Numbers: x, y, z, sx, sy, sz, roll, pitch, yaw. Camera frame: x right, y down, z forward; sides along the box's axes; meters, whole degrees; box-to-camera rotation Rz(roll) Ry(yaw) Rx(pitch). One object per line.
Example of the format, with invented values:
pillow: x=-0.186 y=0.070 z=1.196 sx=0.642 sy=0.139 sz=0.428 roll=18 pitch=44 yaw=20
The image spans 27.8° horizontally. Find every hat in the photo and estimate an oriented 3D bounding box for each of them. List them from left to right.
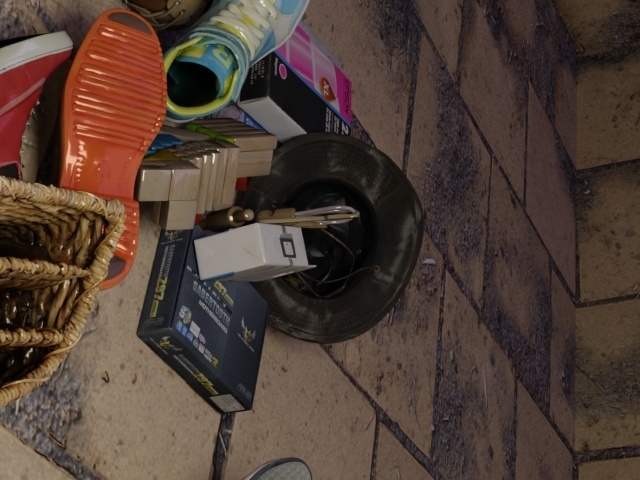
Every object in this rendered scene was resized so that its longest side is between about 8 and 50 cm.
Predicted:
hat: x=0.000 y=0.000 z=2.058 sx=0.134 sy=0.331 sz=0.331 roll=155 pitch=-73 yaw=-77

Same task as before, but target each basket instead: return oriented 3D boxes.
basket: x=-0.346 y=0.063 z=1.250 sx=0.299 sy=0.223 sz=0.213 roll=14 pitch=68 yaw=-64

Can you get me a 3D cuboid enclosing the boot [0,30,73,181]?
boot: x=-0.352 y=-0.137 z=1.483 sx=0.244 sy=0.088 sz=0.176 roll=-44 pitch=121 yaw=-52

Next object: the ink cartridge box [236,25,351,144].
ink cartridge box: x=-0.019 y=-0.222 z=2.100 sx=0.371 sy=0.069 sz=0.176 roll=41 pitch=45 yaw=-57

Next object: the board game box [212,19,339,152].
board game box: x=-0.067 y=-0.236 z=2.152 sx=0.319 sy=0.066 sz=0.318 roll=40 pitch=45 yaw=-54

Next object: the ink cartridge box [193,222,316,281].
ink cartridge box: x=-0.089 y=0.019 z=1.825 sx=0.180 sy=0.104 sz=0.060 roll=6 pitch=71 yaw=-67

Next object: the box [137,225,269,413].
box: x=-0.160 y=0.111 z=1.828 sx=0.232 sy=0.059 sz=0.183 roll=53 pitch=34 yaw=-44

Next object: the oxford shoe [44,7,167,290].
oxford shoe: x=-0.279 y=-0.108 z=1.565 sx=0.130 sy=0.133 sz=0.363 roll=19 pitch=69 yaw=-27

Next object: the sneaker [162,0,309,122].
sneaker: x=-0.108 y=-0.280 z=1.745 sx=0.127 sy=0.319 sz=0.208 roll=39 pitch=1 yaw=-12

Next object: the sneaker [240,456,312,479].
sneaker: x=-0.133 y=0.340 z=1.650 sx=0.226 sy=0.163 sz=0.086 roll=-28 pitch=104 yaw=-37

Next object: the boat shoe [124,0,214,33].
boat shoe: x=-0.208 y=-0.358 z=1.835 sx=0.324 sy=0.122 sz=0.120 roll=-27 pitch=111 yaw=-64

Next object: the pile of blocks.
pile of blocks: x=-0.187 y=-0.085 z=1.781 sx=0.362 sy=0.149 sz=0.112 roll=-34 pitch=137 yaw=-66

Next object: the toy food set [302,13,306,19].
toy food set: x=-0.057 y=-0.487 z=2.303 sx=0.132 sy=0.038 sz=0.192 roll=-34 pitch=111 yaw=-63

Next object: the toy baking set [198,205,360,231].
toy baking set: x=-0.056 y=-0.034 z=1.860 sx=0.197 sy=0.256 sz=0.030 roll=-2 pitch=86 yaw=-24
